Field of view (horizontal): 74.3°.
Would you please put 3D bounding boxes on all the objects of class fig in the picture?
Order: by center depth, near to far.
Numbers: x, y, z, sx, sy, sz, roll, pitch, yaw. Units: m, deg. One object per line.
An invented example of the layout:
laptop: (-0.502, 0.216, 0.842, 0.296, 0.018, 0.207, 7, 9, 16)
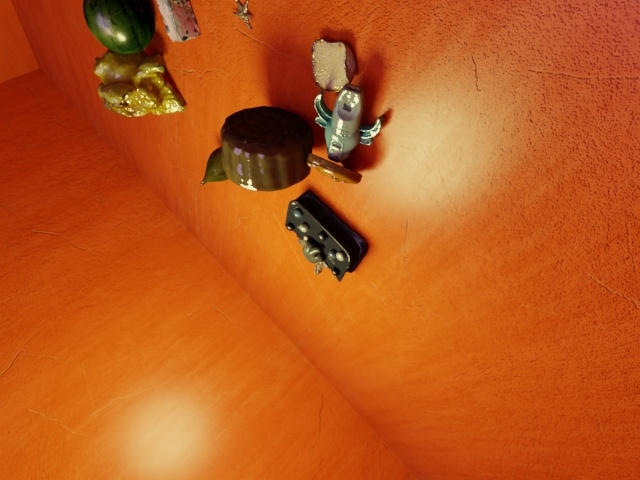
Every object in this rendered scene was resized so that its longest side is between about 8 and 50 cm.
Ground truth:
fig: (-0.435, -0.310, 1.754, 0.127, 0.184, 0.133, 59, 159, 19)

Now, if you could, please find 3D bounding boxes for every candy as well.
candy: (-0.468, -0.743, 1.383, 0.073, 0.092, 0.160, 26, 145, 35)

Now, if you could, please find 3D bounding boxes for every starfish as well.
starfish: (-0.224, -0.652, 1.222, 0.086, 0.016, 0.092, 15, 138, 50)

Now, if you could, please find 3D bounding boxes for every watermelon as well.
watermelon: (-0.720, -0.802, 1.520, 0.242, 0.242, 0.242, 35, 148, 26)

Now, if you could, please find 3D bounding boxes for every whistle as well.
whistle: (0.063, -0.302, 1.124, 0.186, 0.093, 0.274, 25, 153, 5)

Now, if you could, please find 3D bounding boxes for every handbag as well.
handbag: (0.000, 0.000, 1.572, 0.326, 0.118, 0.269, 45, 152, 13)

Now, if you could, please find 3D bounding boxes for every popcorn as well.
popcorn: (-0.733, -0.654, 1.710, 0.325, 0.321, 0.290, -29, 82, 44)

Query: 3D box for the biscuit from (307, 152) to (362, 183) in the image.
biscuit: (0.034, -0.203, 1.233, 0.170, 0.170, 0.050, 29, 101, 35)

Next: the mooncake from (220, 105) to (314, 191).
mooncake: (-0.160, -0.288, 1.284, 0.290, 0.290, 0.161, 34, 139, 28)

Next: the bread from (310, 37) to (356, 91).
bread: (0.034, -0.445, 1.070, 0.129, 0.044, 0.126, 28, 137, 40)
